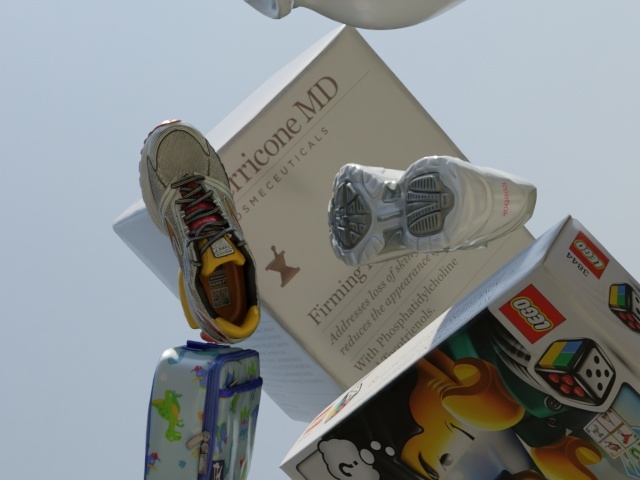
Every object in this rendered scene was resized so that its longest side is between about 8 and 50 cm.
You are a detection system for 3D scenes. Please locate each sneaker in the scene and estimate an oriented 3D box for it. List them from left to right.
[{"bbox_3d":[-0.104,-0.008,1.028,0.088,0.093,0.225,-22,-81,-20],"label":"sneaker"},{"bbox_3d":[0.091,-0.020,0.908,0.115,0.232,0.090,2,-89,-30],"label":"sneaker"}]

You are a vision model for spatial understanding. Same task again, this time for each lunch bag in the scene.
[{"bbox_3d":[-0.125,0.199,1.191,0.219,0.090,0.176,31,-116,-80],"label":"lunch bag"}]

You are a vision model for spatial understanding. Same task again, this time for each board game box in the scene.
[{"bbox_3d":[0.146,0.158,0.489,0.193,0.305,0.053,-45,-2,39],"label":"board game box"}]

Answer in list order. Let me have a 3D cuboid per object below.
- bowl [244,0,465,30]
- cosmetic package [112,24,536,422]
[{"bbox_3d":[-0.021,-0.222,0.607,0.134,0.298,0.298,-43,-34,-5],"label":"bowl"},{"bbox_3d":[0.000,0.000,1.419,0.394,0.327,0.329,48,-110,-12],"label":"cosmetic package"}]
